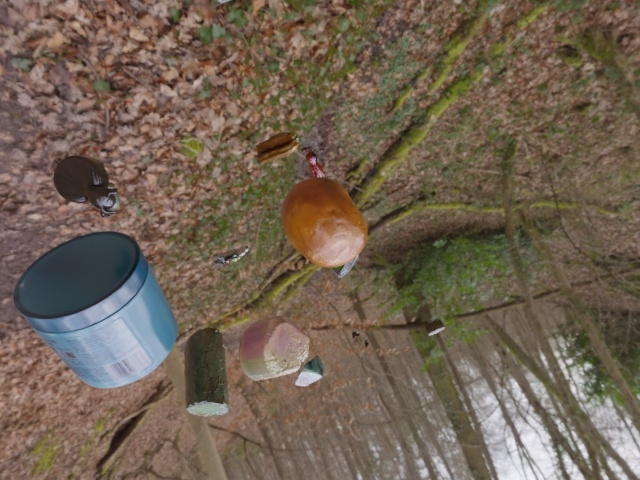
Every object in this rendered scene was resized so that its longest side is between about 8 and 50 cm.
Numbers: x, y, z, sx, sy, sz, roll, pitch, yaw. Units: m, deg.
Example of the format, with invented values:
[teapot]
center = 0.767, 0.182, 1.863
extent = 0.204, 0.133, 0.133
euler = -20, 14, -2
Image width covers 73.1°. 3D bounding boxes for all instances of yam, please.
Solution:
[yam]
center = -0.431, 0.501, 1.634
extent = 0.168, 0.304, 0.168
euler = -10, 142, -8

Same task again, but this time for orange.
[orange]
center = 0.009, -0.053, 1.292
extent = 0.226, 0.284, 0.284
euler = -38, 163, 6

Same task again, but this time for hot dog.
[hot dog]
center = -0.201, -0.424, 1.967
extent = 0.269, 0.115, 0.072
euler = -5, -177, 42

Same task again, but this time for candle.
[candle]
center = 0.006, -0.229, 1.734
extent = 0.048, 0.051, 0.329
euler = -29, 125, -7

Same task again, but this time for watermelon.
[watermelon]
center = -0.036, 0.502, 1.666
extent = 0.094, 0.081, 0.180
euler = -39, 172, 34

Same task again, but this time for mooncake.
[mooncake]
center = 0.236, 0.297, 1.361
extent = 0.346, 0.057, 0.150
euler = -13, 158, 30

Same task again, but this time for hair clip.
[hair clip]
center = -0.372, 0.058, 1.751
extent = 0.116, 0.049, 0.172
euler = 0, -164, 20

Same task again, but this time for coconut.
[coconut]
center = -0.176, 0.396, 1.574
extent = 0.233, 0.233, 0.245
euler = -12, 171, -42

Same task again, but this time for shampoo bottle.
[shampoo bottle]
center = -0.629, 0.207, 1.266
extent = 0.331, 0.331, 0.343
euler = -22, 132, -16

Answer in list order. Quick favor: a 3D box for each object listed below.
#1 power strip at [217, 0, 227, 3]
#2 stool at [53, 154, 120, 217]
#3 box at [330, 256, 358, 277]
[power strip]
center = -0.310, -0.844, 1.468
extent = 0.136, 0.019, 0.051
euler = -6, 160, 23
[stool]
center = -0.617, -0.148, 1.171
extent = 0.125, 0.217, 0.121
euler = -55, 175, 4
[box]
center = 0.000, 0.000, 1.824
extent = 0.097, 0.345, 0.134
euler = -28, 153, -41
